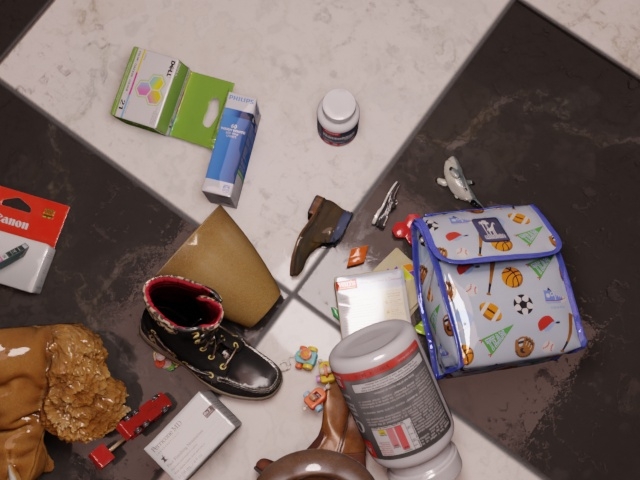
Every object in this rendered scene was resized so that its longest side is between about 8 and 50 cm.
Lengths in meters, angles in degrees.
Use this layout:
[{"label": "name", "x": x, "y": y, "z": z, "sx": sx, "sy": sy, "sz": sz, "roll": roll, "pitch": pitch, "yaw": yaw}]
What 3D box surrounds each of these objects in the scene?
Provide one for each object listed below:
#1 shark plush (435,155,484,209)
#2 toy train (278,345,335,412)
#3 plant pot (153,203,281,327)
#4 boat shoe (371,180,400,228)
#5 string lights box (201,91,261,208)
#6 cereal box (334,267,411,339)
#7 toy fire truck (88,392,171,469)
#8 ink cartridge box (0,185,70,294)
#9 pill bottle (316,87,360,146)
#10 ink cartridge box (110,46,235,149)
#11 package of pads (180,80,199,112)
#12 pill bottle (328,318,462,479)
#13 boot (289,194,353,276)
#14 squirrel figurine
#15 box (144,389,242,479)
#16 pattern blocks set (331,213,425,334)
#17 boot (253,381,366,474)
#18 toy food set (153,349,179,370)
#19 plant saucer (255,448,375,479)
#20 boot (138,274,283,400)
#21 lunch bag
[{"label": "shark plush", "x": 0.370, "y": -0.142, "z": 2.016, "sx": 0.161, "sy": 0.073, "sz": 0.067, "roll": 45, "pitch": 53, "yaw": 12}, {"label": "toy train", "x": -0.027, "y": 0.323, "z": 1.905, "sx": 0.125, "sy": 0.046, "sz": 0.166, "roll": -36, "pitch": 60, "yaw": -11}, {"label": "plant pot", "x": -0.227, "y": 0.083, "z": 1.908, "sx": 0.254, "sy": 0.237, "sz": 0.237, "roll": 42, "pitch": 82, "yaw": -9}, {"label": "boat shoe", "x": 0.174, "y": -0.089, "z": 2.009, "sx": 0.038, "sy": 0.046, "sz": 0.125, "roll": 28, "pitch": 84, "yaw": 5}, {"label": "string lights box", "x": -0.218, "y": -0.223, "z": 1.991, "sx": 0.077, "sy": 0.133, "sz": 0.259, "roll": 13, "pitch": 79, "yaw": 3}, {"label": "cereal box", "x": 0.132, "y": 0.196, "z": 1.929, "sx": 0.173, "sy": 0.047, "sz": 0.240, "roll": -7, "pitch": 80, "yaw": -1}, {"label": "toy fire truck", "x": -0.449, "y": 0.450, "z": 1.886, "sx": 0.047, "sy": 0.135, "sz": 0.192, "roll": 46, "pitch": 44, "yaw": 8}, {"label": "ink cartridge box", "x": -0.800, "y": -0.016, "z": 1.994, "sx": 0.275, "sy": 0.060, "sz": 0.238, "roll": 16, "pitch": 81, "yaw": 3}, {"label": "pill bottle", "x": 0.044, "y": -0.309, "z": 1.982, "sx": 0.108, "sy": 0.180, "sz": 0.107, "roll": 0, "pitch": 79, "yaw": 1}, {"label": "ink cartridge box", "x": -0.370, "y": -0.359, "z": 2.006, "sx": 0.255, "sy": 0.097, "sz": 0.188, "roll": 18, "pitch": 88, "yaw": 14}, {"label": "package of pads", "x": -0.347, "y": -0.374, "z": 2.071, "sx": 0.050, "sy": 0.032, "sz": 0.083, "roll": -21, "pitch": 80, "yaw": 0}, {"label": "pill bottle", "x": 0.178, "y": 0.380, "z": 1.797, "sx": 0.210, "sy": 0.210, "sz": 0.362, "roll": -24, "pitch": 102, "yaw": -4}, {"label": "boot", "x": 0.000, "y": 0.000, "z": 1.976, "sx": 0.106, "sy": 0.082, "sz": 0.219, "roll": 19, "pitch": 78, "yaw": 6}, {"label": "squirrel figurine", "x": -0.652, "y": 0.380, "z": 1.820, "sx": 0.397, "sy": 0.281, "sz": 0.370, "roll": -5, "pitch": 86, "yaw": 2}, {"label": "box", "x": -0.290, "y": 0.452, "z": 1.842, "sx": 0.119, "sy": 0.182, "sz": 0.181, "roll": 43, "pitch": 83, "yaw": 7}, {"label": "pattern blocks set", "x": 0.185, "y": 0.120, "z": 1.980, "sx": 0.325, "sy": 0.026, "sz": 0.285, "roll": -36, "pitch": 81, "yaw": -6}, {"label": "boot", "x": -0.003, "y": 0.455, "z": 1.887, "sx": 0.264, "sy": 0.096, "sz": 0.280, "roll": 12, "pitch": 78, "yaw": 6}, {"label": "toy food set", "x": -0.373, "y": 0.278, "z": 1.956, "sx": 0.083, "sy": 0.020, "sz": 0.083, "roll": -24, "pitch": 81, "yaw": -4}, {"label": "plant saucer", "x": -0.012, "y": 0.623, "z": 1.812, "sx": 0.311, "sy": 0.050, "sz": 0.310, "roll": -1, "pitch": 105, "yaw": -2}, {"label": "boot", "x": -0.251, "y": 0.225, "z": 1.824, "sx": 0.378, "sy": 0.284, "sz": 0.138, "roll": 30, "pitch": 63, "yaw": 6}, {"label": "lunch bag", "x": 0.402, "y": 0.105, "z": 1.872, "sx": 0.328, "sy": 0.239, "sz": 0.385, "roll": -6, "pitch": 73, "yaw": -12}]
